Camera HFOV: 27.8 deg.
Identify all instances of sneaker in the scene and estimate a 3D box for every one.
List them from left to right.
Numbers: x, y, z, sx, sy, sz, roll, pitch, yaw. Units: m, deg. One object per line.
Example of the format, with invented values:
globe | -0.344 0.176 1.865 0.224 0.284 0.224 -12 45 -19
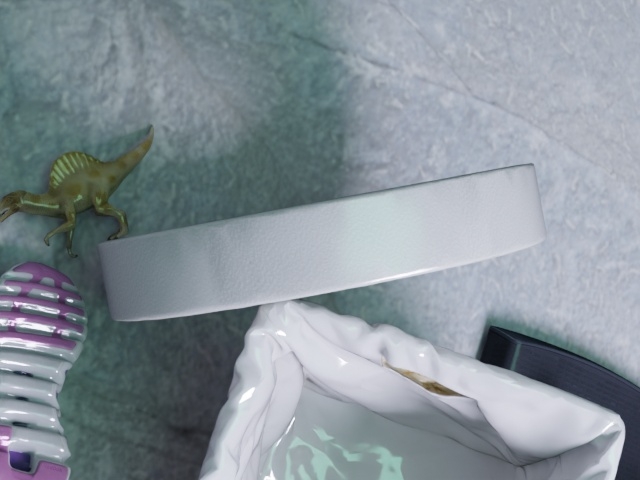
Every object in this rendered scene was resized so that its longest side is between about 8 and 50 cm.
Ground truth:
sneaker | -0.271 0.133 1.139 0.095 0.104 0.236 18 56 -26

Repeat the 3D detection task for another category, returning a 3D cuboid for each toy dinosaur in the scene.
toy dinosaur | -0.209 -0.044 1.205 0.183 0.053 0.092 -28 98 -28

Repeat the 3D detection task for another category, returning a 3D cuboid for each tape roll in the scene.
tape roll | 0.000 0.000 1.128 0.392 0.392 0.072 -12 92 -29

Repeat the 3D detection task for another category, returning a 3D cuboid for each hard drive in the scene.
hard drive | 0.279 0.211 1.453 0.255 0.054 0.172 25 75 -25

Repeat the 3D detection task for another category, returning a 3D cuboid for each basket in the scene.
basket | 0.048 0.261 1.143 0.328 0.266 0.331 19 79 0
